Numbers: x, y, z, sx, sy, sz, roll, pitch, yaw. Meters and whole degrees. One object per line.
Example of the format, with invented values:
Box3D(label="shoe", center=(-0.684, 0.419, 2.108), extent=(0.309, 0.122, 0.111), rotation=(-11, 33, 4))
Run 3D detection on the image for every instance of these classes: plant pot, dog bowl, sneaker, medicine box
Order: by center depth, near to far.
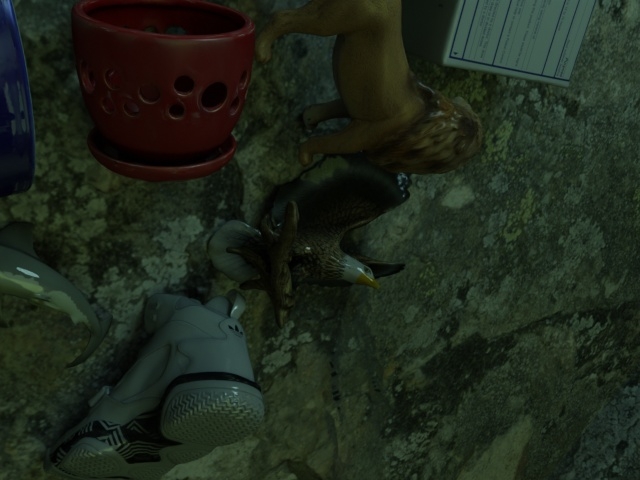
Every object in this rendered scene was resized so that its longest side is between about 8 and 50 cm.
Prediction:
Box3D(label="dog bowl", center=(-0.337, -0.160, 0.563), extent=(0.104, 0.265, 0.264), rotation=(-16, 122, -32))
Box3D(label="plant pot", center=(-0.171, -0.169, 0.729), extent=(0.191, 0.191, 0.174), rotation=(-13, 125, -30))
Box3D(label="sneaker", center=(-0.236, 0.209, 0.927), extent=(0.366, 0.210, 0.137), rotation=(-27, 136, 23))
Box3D(label="medicine box", center=(0.266, -0.382, 0.953), extent=(0.289, 0.149, 0.263), rotation=(-2, 115, -35))

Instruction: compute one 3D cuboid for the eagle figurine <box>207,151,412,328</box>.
Box3D(label="eagle figurine", center=(0.008, 0.008, 0.985), extent=(0.226, 0.225, 0.298), rotation=(-35, -179, 37))

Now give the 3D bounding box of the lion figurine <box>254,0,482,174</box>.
Box3D(label="lion figurine", center=(0.061, -0.226, 0.831), extent=(0.240, 0.142, 0.392), rotation=(-8, 138, 19))

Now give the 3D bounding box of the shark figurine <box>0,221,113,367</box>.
Box3D(label="shark figurine", center=(-0.344, 0.039, 0.782), extent=(0.278, 0.116, 0.166), rotation=(30, 128, -34))
